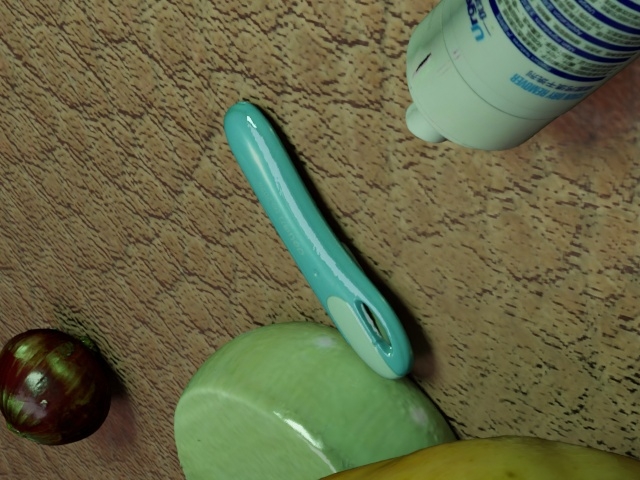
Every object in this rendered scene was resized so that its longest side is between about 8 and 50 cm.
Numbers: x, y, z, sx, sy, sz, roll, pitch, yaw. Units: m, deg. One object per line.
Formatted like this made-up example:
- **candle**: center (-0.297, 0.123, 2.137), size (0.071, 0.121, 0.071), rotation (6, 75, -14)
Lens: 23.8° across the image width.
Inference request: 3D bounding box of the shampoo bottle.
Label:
- **shampoo bottle**: center (0.124, -0.121, 0.731), size (0.092, 0.092, 0.303), rotation (50, 147, 2)

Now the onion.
- **onion**: center (-0.245, 0.137, 1.407), size (0.119, 0.118, 0.117), rotation (19, 168, 39)

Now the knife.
- **knife**: center (0.000, 0.000, 1.049), size (0.222, 0.031, 0.064), rotation (58, 150, -4)

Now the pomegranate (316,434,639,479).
- **pomegranate**: center (0.114, 0.317, 0.880), size (0.411, 0.411, 0.411), rotation (31, 142, 28)

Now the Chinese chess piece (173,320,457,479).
- **Chinese chess piece**: center (0.002, 0.179, 1.151), size (0.250, 0.101, 0.250), rotation (31, 142, 28)
